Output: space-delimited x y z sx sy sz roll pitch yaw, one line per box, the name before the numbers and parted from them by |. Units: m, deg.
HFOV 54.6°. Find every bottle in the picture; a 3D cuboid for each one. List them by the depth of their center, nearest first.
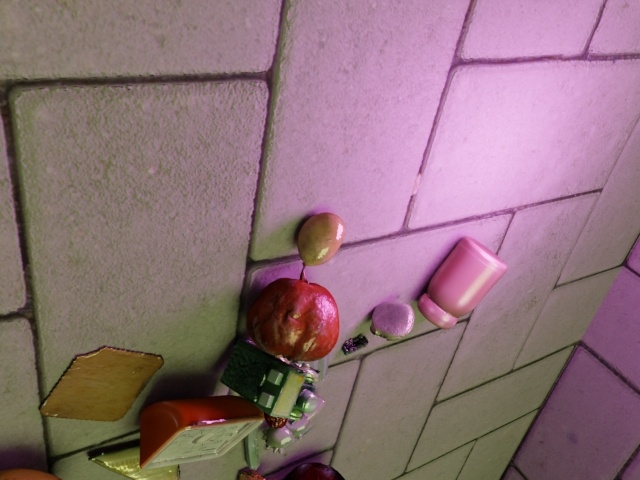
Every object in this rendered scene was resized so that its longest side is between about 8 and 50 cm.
bottle | 0.450 0.146 2.014 0.296 0.173 0.206 -55 172 14

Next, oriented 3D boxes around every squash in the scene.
squash | -0.520 0.648 1.705 0.252 0.093 0.169 0 80 -40

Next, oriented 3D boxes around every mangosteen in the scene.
mangosteen | -0.037 0.955 2.238 0.330 0.330 0.329 -22 136 -23

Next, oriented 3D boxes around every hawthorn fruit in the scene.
hawthorn fruit | -0.060 0.176 1.605 0.242 0.242 0.271 26 79 -48

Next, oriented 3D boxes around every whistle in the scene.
whistle | -0.085 0.596 2.014 0.244 0.110 0.092 -37 150 -21

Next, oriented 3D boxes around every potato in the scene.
potato | 0.002 -0.002 1.567 0.147 0.112 0.112 -53 140 1

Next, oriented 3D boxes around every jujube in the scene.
jujube | -0.145 0.532 1.933 0.077 0.077 0.129 -33 134 -12

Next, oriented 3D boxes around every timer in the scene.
timer | -0.313 0.485 1.621 0.258 0.161 0.250 8 153 -42

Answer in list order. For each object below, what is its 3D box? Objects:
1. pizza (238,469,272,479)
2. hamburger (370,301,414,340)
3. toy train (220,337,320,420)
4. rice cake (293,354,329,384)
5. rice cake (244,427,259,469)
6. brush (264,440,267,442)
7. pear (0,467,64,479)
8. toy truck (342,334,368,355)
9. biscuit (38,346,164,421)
pizza | -0.212 0.859 2.121 0.292 0.197 0.058 -30 -170 35
hamburger | 0.226 0.252 1.942 0.133 0.140 0.062 -63 149 -30
toy train | -0.131 0.374 1.658 0.188 0.272 0.158 29 83 -49
rice cake | -0.029 0.372 1.911 0.127 0.043 0.237 -20 134 -23
rice cake | -0.223 0.660 2.003 0.042 0.045 0.245 -23 136 -26
brush | -0.109 0.620 2.079 0.193 0.032 0.043 -37 136 -26
pear | -0.718 0.699 1.422 0.349 0.348 0.348 -22 136 -23
toy truck | 0.112 0.340 2.002 0.083 0.039 0.044 -20 151 -23
biscuit | -0.529 0.355 1.514 0.232 0.013 0.237 -52 140 11
